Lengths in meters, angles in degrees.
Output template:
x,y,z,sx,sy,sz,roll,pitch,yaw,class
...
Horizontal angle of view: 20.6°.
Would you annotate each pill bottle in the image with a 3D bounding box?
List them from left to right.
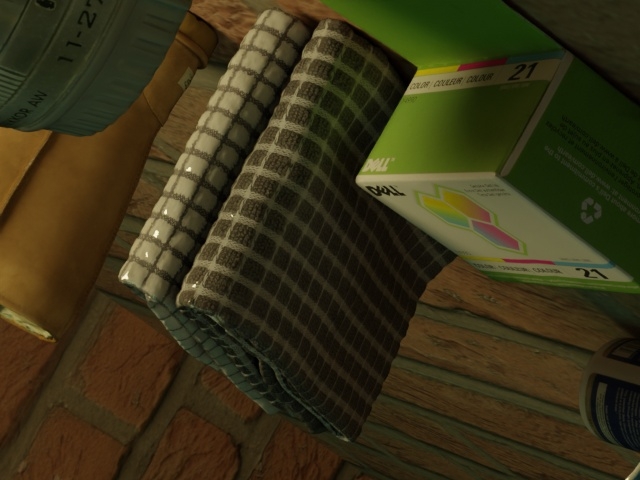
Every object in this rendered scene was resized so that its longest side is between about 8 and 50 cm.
x,y,z,sx,sy,sz,roll,pitch,yaw,class
0.304,0.140,1.467,0.094,0.094,0.169,38,166,-34,pill bottle

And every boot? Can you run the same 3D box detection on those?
x,y,z,sx,sy,sz,roll,pitch,yaw,class
-0.234,-0.093,1.342,0.236,0.269,0.089,27,166,10,boot

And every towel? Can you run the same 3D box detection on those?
x,y,z,sx,sy,sz,roll,pitch,yaw,class
0.000,0.000,1.279,0.121,0.235,0.284,16,163,30,towel

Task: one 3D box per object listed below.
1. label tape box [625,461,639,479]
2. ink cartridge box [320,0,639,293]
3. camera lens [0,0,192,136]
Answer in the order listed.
x,y,z,sx,sy,sz,roll,pitch,yaw,class
0.303,0.105,0.944,0.347,0.249,0.115,38,168,-26,label tape box
0.082,-0.075,1.097,0.255,0.097,0.189,34,168,-22,ink cartridge box
-0.220,-0.189,0.938,0.274,0.219,0.219,18,175,-29,camera lens
